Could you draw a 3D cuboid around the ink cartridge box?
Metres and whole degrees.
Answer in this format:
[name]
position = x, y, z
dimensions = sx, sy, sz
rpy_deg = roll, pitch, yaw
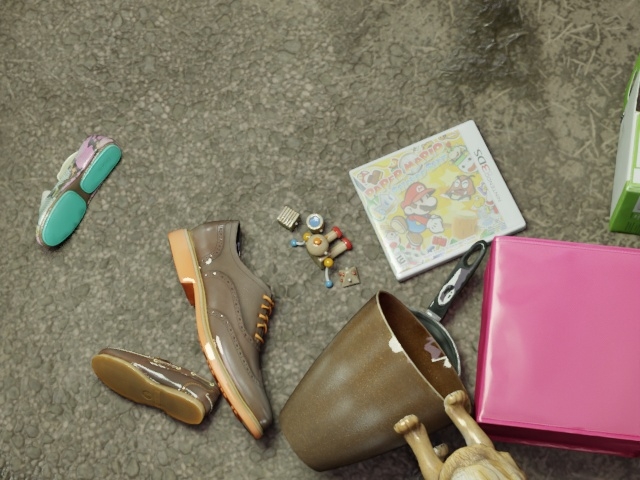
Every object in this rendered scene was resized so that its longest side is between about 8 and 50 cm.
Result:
[ink cartridge box]
position = 0.516, -0.155, 1.563
dimensions = 0.097, 0.189, 0.255
rpy_deg = 9, 73, 10

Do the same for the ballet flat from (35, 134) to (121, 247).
[ballet flat]
position = -0.424, -0.087, 1.719
dimensions = 0.079, 0.077, 0.221
rpy_deg = 20, 70, 31

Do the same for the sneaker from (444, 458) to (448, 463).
[sneaker]
position = 0.291, 0.379, 1.482
dimensions = 0.132, 0.086, 0.229
rpy_deg = -29, 50, -28

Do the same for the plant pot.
[plant pot]
position = 0.061, 0.226, 1.460
dimensions = 0.230, 0.215, 0.215
rpy_deg = -39, 71, 13

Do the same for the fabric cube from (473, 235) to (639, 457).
[fabric cube]
position = 0.354, 0.159, 1.447
dimensions = 0.254, 0.259, 0.258
rpy_deg = 5, 75, 7

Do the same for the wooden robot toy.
[wooden robot toy]
position = 0.000, 0.000, 1.631
dimensions = 0.076, 0.079, 0.173
rpy_deg = -39, 73, -6

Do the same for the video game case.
[video game case]
position = 0.189, -0.067, 1.659
dimensions = 0.227, 0.026, 0.206
rpy_deg = -23, 71, -1

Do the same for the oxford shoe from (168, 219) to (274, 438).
[oxford shoe]
position = -0.127, 0.127, 1.583
dimensions = 0.133, 0.130, 0.363
rpy_deg = -19, 71, -6

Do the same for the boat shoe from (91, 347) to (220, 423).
[boat shoe]
position = -0.258, 0.221, 1.602
dimensions = 0.207, 0.073, 0.073
rpy_deg = 25, 39, 10

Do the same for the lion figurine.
[lion figurine]
position = 0.182, 0.358, 1.315
dimensions = 0.142, 0.392, 0.240
rpy_deg = -23, 59, -11

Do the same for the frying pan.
[frying pan]
position = 0.132, 0.139, 1.584
dimensions = 0.197, 0.053, 0.326
rpy_deg = 12, 74, 10
